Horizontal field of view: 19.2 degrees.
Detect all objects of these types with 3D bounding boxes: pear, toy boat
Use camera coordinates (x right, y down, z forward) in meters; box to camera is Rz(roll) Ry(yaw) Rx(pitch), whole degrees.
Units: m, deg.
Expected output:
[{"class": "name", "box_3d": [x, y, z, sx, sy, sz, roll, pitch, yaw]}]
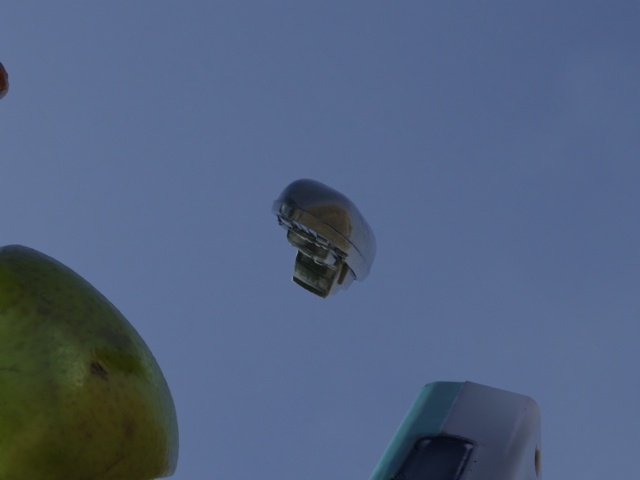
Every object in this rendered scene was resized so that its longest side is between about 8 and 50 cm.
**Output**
[{"class": "pear", "box_3d": [-0.213, 0.109, 1.672, 0.139, 0.239, 0.288, -17, -7, 7]}, {"class": "toy boat", "box_3d": [0.000, 0.000, 1.709, 0.085, 0.078, 0.260, -60, -14, -5]}]

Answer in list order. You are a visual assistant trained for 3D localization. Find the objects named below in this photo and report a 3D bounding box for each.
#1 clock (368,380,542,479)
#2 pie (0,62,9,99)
[{"class": "clock", "box_3d": [0.063, 0.213, 0.807, 0.116, 0.262, 0.231, 6, -72, 12]}, {"class": "pie", "box_3d": [-0.327, -0.169, 1.621, 0.036, 0.154, 0.154, -48, -32, -19]}]
